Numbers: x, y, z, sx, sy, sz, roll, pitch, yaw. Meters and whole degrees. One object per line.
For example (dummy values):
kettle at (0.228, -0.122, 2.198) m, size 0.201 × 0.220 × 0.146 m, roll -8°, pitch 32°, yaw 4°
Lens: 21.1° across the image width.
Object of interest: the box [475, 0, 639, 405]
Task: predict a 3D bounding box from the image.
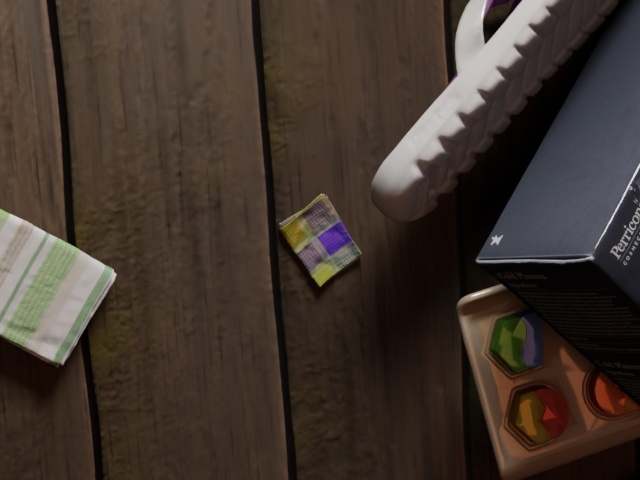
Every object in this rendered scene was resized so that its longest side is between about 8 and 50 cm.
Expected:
box at (0.380, -0.026, 1.704) m, size 0.312 × 0.179 × 0.343 m, roll 39°, pitch 69°, yaw -24°

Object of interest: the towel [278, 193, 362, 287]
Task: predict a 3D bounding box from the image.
towel at (0.000, 0.000, 1.747) m, size 0.060 × 0.009 × 0.083 m, roll -35°, pitch 111°, yaw -7°

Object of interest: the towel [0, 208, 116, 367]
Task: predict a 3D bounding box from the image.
towel at (-0.289, 0.042, 1.666) m, size 0.152 × 0.023 × 0.113 m, roll 31°, pitch 91°, yaw -19°

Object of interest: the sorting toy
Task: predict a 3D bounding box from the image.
sorting toy at (0.252, 0.130, 1.766) m, size 0.193 × 0.038 × 0.208 m, roll -17°, pitch 101°, yaw -13°

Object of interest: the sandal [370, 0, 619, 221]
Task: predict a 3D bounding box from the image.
sandal at (0.177, -0.202, 1.696) m, size 0.102 × 0.169 × 0.416 m, roll 39°, pitch 83°, yaw 18°
